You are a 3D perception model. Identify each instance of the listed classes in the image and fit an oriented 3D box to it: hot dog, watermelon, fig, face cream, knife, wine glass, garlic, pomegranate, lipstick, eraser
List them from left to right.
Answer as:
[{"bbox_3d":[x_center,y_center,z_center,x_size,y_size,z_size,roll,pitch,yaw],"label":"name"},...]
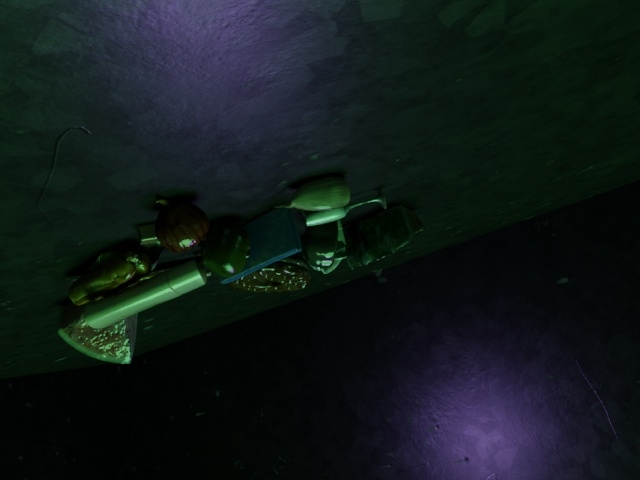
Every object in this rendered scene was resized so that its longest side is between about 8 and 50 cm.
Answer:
[{"bbox_3d":[-0.763,0.243,2.101,0.283,0.292,0.250,19,-168,-29],"label":"watermelon"},{"bbox_3d":[-0.598,0.095,1.682,0.337,0.100,0.135,-25,174,38],"label":"hot dog"},{"bbox_3d":[-0.509,0.051,1.729,0.089,0.043,0.365,-9,165,-30],"label":"knife"},{"bbox_3d":[-0.484,0.148,1.690,0.349,0.081,0.173,-23,179,2],"label":"face cream"},{"bbox_3d":[-0.396,-0.025,1.532,0.146,0.045,0.045,-12,169,-24],"label":"lipstick"},{"bbox_3d":[-0.345,-0.037,1.407,0.151,0.128,0.128,24,148,-26],"label":"fig"},{"bbox_3d":[-0.285,0.028,1.696,0.131,0.151,0.191,34,153,-33],"label":"pomegranate"},{"bbox_3d":[-0.193,0.014,1.746,0.312,0.144,0.043,-25,163,32],"label":"eraser"},{"bbox_3d":[-0.013,-0.114,1.573,0.198,0.090,0.129,-17,-179,-21],"label":"garlic"},{"bbox_3d":[0.067,-0.096,1.793,0.263,0.074,0.074,-15,168,-7],"label":"wine glass"},{"bbox_3d":[0.214,-0.031,2.155,0.264,0.151,0.302,-26,-178,25],"label":"watermelon"}]

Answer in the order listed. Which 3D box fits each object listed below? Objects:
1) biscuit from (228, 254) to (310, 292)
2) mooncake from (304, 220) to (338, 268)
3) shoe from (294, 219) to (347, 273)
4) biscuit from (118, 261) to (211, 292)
[{"bbox_3d":[-0.195,0.113,2.106,0.333,0.103,0.332,1,162,0],"label":"biscuit"},{"bbox_3d":[0.000,0.000,1.867,0.104,0.168,0.175,-1,-169,-3],"label":"mooncake"},{"bbox_3d":[0.003,0.051,2.137,0.132,0.160,0.363,-11,165,-24],"label":"shoe"},{"bbox_3d":[-0.551,0.128,1.936,0.379,0.054,0.094,-11,-178,-24],"label":"biscuit"}]
